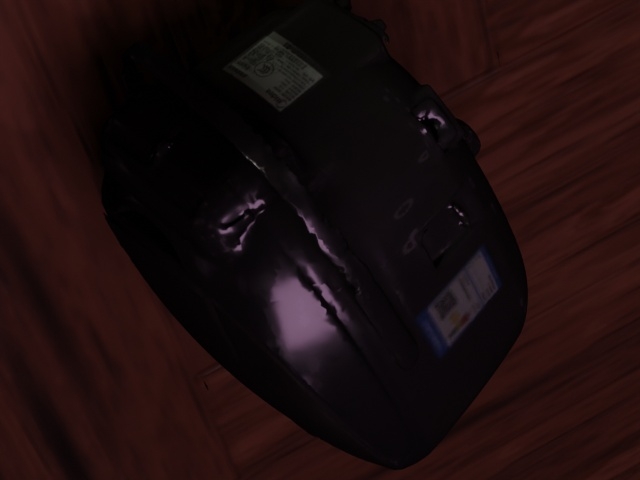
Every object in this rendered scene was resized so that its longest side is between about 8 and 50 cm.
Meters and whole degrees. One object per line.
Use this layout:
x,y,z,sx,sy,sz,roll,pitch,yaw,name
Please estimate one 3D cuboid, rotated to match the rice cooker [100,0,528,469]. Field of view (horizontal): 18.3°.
-0.001,0.000,0.741,0.118,0.142,0.203,-43,141,-10,rice cooker
